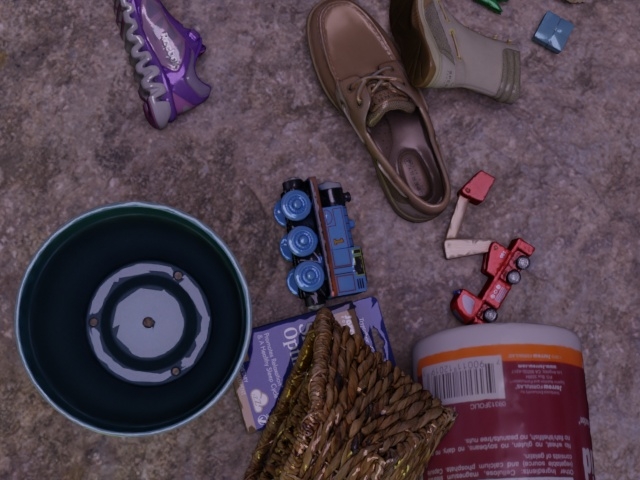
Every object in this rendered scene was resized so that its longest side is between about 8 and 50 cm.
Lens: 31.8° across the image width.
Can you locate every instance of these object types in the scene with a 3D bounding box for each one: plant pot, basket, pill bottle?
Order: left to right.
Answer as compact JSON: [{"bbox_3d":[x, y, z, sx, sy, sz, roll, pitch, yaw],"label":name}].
[{"bbox_3d":[-0.222,0.100,1.412,0.271,0.255,0.272,0,85,-4],"label":"plant pot"},{"bbox_3d":[-0.020,0.275,1.350,0.223,0.213,0.299,38,122,20],"label":"basket"},{"bbox_3d":[0.234,0.316,1.410,0.224,0.224,0.392,0,73,-5],"label":"pill bottle"}]

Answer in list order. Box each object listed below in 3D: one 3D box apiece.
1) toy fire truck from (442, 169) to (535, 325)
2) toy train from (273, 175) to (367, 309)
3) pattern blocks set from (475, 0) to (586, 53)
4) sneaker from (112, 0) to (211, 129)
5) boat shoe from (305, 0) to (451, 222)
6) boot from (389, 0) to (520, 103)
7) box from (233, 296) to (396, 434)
[{"bbox_3d":[0.219,0.015,1.559,0.135,0.047,0.192,33,84,-1],"label":"toy fire truck"},{"bbox_3d":[0.000,0.000,1.531,0.105,0.080,0.184,-9,83,-14],"label":"toy train"},{"bbox_3d":[0.348,-0.447,1.622,0.285,0.026,0.325,38,83,0],"label":"pattern blocks set"},{"bbox_3d":[-0.215,-0.275,1.534,0.104,0.095,0.237,-18,91,-13],"label":"sneaker"},{"bbox_3d":[0.090,-0.189,1.535,0.121,0.110,0.341,-29,88,-7],"label":"boat shoe"},{"bbox_3d":[0.189,-0.285,1.565,0.165,0.077,0.213,8,52,-25],"label":"boot"},{"bbox_3d":[-0.011,0.167,1.534,0.225,0.036,0.137,-16,87,-7],"label":"box"}]
